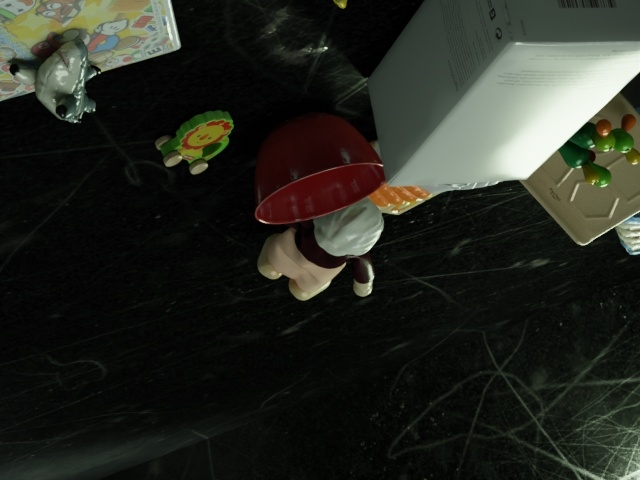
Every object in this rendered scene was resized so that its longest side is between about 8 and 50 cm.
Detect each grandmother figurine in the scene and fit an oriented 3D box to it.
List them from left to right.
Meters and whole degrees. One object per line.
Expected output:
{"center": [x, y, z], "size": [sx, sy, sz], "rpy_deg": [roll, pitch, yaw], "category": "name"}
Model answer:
{"center": [0.000, 0.000, 2.076], "size": [0.208, 0.104, 0.342], "rpy_deg": [27, 161, -12], "category": "grandmother figurine"}

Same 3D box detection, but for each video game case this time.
{"center": [-0.241, -0.205, 1.347], "size": [0.206, 0.026, 0.227], "rpy_deg": [-17, 165, -5], "category": "video game case"}

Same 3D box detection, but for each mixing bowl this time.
{"center": [-0.011, -0.101, 1.833], "size": [0.181, 0.098, 0.181], "rpy_deg": [-16, 164, -5], "category": "mixing bowl"}

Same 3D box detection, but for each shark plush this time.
{"center": [-0.236, -0.146, 1.413], "size": [0.067, 0.073, 0.161], "rpy_deg": [-48, 159, -5], "category": "shark plush"}

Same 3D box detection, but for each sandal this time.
{"center": [0.139, -0.110, 1.988], "size": [0.265, 0.076, 0.102], "rpy_deg": [-6, 144, 10], "category": "sandal"}

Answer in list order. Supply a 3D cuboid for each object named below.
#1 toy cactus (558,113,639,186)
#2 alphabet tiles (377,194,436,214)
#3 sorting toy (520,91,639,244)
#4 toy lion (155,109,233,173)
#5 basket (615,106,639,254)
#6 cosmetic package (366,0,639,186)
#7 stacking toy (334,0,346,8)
{"center": [0.355, -0.163, 2.030], "size": [0.181, 0.112, 0.219], "rpy_deg": [10, 157, 26], "category": "toy cactus"}
{"center": [0.133, -0.098, 2.174], "size": [0.342, 0.011, 0.285], "rpy_deg": [-27, 163, 29], "category": "alphabet tiles"}
{"center": [0.410, -0.113, 2.144], "size": [0.208, 0.193, 0.038], "rpy_deg": [-37, -168, 34], "category": "sorting toy"}
{"center": [-0.143, -0.124, 1.740], "size": [0.096, 0.034, 0.100], "rpy_deg": [-32, 161, 18], "category": "toy lion"}
{"center": [0.551, -0.121, 2.238], "size": [0.255, 0.201, 0.289], "rpy_deg": [-14, 138, 5], "category": "basket"}
{"center": [0.208, -0.198, 1.616], "size": [0.197, 0.155, 0.365], "rpy_deg": [-4, 161, -21], "category": "cosmetic package"}
{"center": [0.084, -0.305, 1.349], "size": [0.221, 0.052, 0.167], "rpy_deg": [-22, 166, 7], "category": "stacking toy"}
